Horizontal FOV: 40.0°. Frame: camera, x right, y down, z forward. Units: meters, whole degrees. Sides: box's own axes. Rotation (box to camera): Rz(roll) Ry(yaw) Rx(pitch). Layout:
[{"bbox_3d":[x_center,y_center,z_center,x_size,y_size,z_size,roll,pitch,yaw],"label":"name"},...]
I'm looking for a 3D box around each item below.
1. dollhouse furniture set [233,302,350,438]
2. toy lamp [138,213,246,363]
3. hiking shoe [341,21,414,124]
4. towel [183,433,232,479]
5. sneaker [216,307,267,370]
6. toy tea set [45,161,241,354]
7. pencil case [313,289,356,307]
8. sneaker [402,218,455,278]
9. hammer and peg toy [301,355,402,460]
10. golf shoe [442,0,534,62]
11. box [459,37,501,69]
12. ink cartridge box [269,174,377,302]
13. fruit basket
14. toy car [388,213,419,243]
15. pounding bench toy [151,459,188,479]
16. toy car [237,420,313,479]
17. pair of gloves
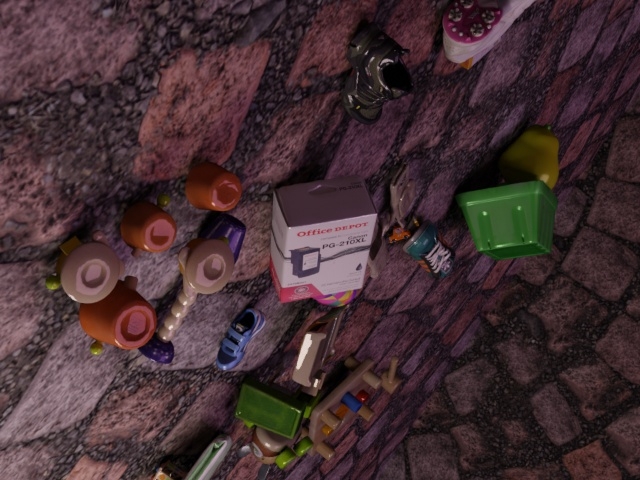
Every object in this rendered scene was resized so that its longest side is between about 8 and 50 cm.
[{"bbox_3d":[-0.063,0.269,2.032,0.197,0.151,0.302,-44,153,-63],"label":"dollhouse furniture set"},{"bbox_3d":[-0.212,0.079,1.481,0.275,0.080,0.080,-58,158,15],"label":"toy lamp"},{"bbox_3d":[0.103,-0.266,1.533,0.086,0.114,0.227,-43,156,-21],"label":"hiking shoe"},{"bbox_3d":[-0.276,0.543,1.973,0.248,0.038,0.325,-55,173,-13],"label":"towel"},{"bbox_3d":[-0.167,0.195,1.780,0.144,0.053,0.059,-57,160,-13],"label":"sneaker"},{"bbox_3d":[-0.251,0.016,1.315,0.336,0.124,0.200,-36,123,-28],"label":"toy tea set"},{"bbox_3d":[0.009,0.079,1.891,0.104,0.104,0.236,-53,159,1],"label":"pencil case"},{"bbox_3d":[0.302,0.030,2.330,0.108,0.121,0.302,-50,164,2],"label":"sneaker"},{"bbox_3d":[0.092,0.451,2.576,0.361,0.127,0.266,-39,152,-31],"label":"hammer and peg toy"},{"bbox_3d":[0.349,-0.469,1.751,0.306,0.115,0.140,-39,166,-16],"label":"golf shoe"},{"bbox_3d":[0.353,-0.437,1.890,0.136,0.028,0.081,-44,157,-26],"label":"box"},{"bbox_3d":[0.000,0.000,1.659,0.171,0.100,0.237,-10,143,-14],"label":"ink cartridge box"},{"bbox_3d":[0.555,-0.145,2.524,0.392,0.282,0.392,-9,90,-69],"label":"fruit basket"},{"bbox_3d":[0.206,-0.034,2.215,0.041,0.060,0.122,68,28,-15],"label":"toy car"},{"bbox_3d":[-0.328,0.518,1.929,0.052,0.065,0.083,-58,173,10],"label":"pounding bench toy"},{"bbox_3d":[-0.139,0.520,2.213,0.149,0.155,0.188,-19,153,-54],"label":"toy car"},{"bbox_3d":[0.149,-0.045,2.018,0.240,0.042,0.204,-62,158,-12],"label":"pair of gloves"}]
